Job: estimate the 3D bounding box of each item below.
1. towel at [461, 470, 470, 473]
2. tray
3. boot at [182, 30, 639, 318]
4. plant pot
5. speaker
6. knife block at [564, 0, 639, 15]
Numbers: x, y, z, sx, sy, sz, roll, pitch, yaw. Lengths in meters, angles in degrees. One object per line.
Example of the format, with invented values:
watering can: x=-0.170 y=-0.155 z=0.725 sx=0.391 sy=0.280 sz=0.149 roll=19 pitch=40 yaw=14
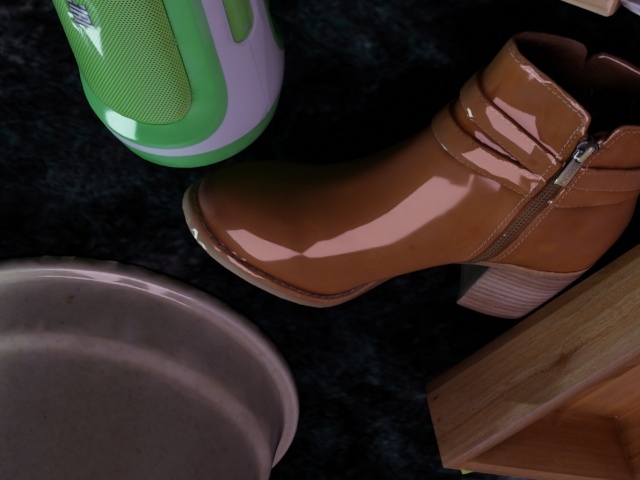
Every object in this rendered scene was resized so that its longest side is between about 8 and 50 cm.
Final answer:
towel: x=0.132 y=0.160 z=1.548 sx=0.060 sy=0.009 sz=0.083 roll=-7 pitch=139 yaw=13
tray: x=0.282 y=0.049 z=1.310 sx=0.202 sy=0.076 sz=0.411 roll=12 pitch=143 yaw=-38
boot: x=0.074 y=-0.045 z=1.228 sx=0.283 sy=0.109 sz=0.220 roll=15 pitch=141 yaw=-16
plant pot: x=-0.191 y=0.233 z=1.444 sx=0.333 sy=0.305 sz=0.334 roll=3 pitch=140 yaw=2
speaker: x=-0.098 y=-0.165 z=1.069 sx=0.131 sy=0.131 sz=0.296 roll=-1 pitch=149 yaw=8
knife block: x=0.131 y=-0.169 z=1.012 sx=0.275 sy=0.088 sz=0.242 roll=-22 pitch=103 yaw=29
